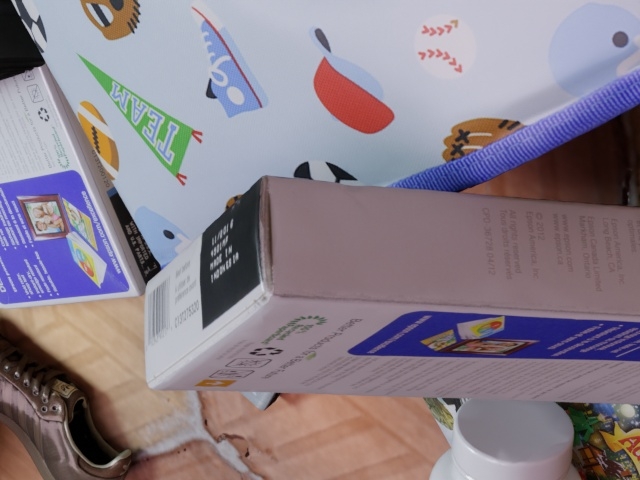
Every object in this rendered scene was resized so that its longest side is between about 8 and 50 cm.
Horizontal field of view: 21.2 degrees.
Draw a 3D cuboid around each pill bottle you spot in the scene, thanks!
[{"bbox_3d":[0.109,0.176,1.025,0.094,0.094,0.169,22,128,28],"label":"pill bottle"}]

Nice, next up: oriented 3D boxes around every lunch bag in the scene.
[{"bbox_3d":[0.018,-0.186,0.840,0.385,0.239,0.328,-20,104,54],"label":"lunch bag"}]

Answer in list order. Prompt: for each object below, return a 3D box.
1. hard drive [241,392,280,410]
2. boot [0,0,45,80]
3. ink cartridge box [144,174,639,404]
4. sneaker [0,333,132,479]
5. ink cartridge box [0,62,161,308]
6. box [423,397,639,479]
[{"bbox_3d":[-0.046,0.045,1.187,0.094,0.022,0.135,41,134,12],"label":"hard drive"},{"bbox_3d":[-0.315,-0.212,1.118,0.348,0.131,0.260,-11,90,37],"label":"boot"},{"bbox_3d":[0.113,0.036,0.853,0.176,0.371,0.069,142,130,-61],"label":"ink cartridge box"},{"bbox_3d":[-0.221,0.123,1.363,0.071,0.066,0.188,-38,94,29],"label":"sneaker"},{"bbox_3d":[-0.228,-0.050,1.260,0.208,0.045,0.206,-7,111,41],"label":"ink cartridge box"},{"bbox_3d":[0.155,0.117,1.051,0.159,0.044,0.233,-23,100,45],"label":"box"}]
